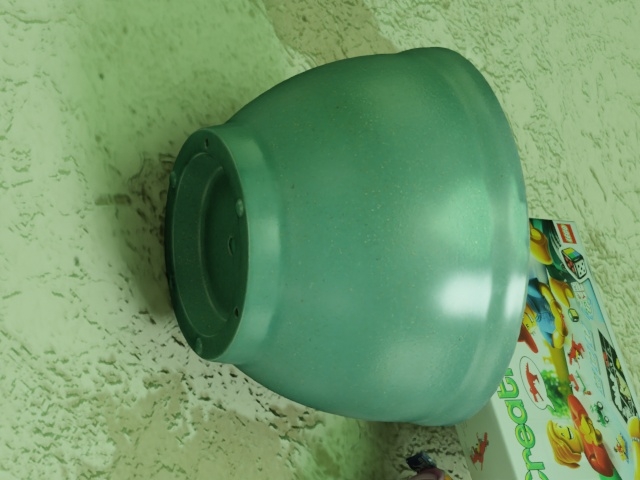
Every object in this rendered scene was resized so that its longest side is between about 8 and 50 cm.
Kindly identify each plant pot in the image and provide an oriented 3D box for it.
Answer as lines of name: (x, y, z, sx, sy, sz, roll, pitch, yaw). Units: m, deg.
plant pot: (0.000, 0.000, 1.495, 0.196, 0.293, 0.293, -2, 78, -25)

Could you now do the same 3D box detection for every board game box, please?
board game box: (0.183, 0.122, 1.664, 0.193, 0.053, 0.305, 3, 61, -44)

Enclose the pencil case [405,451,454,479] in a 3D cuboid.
pencil case: (0.124, 0.317, 1.611, 0.284, 0.124, 0.124, 53, 41, -8)
